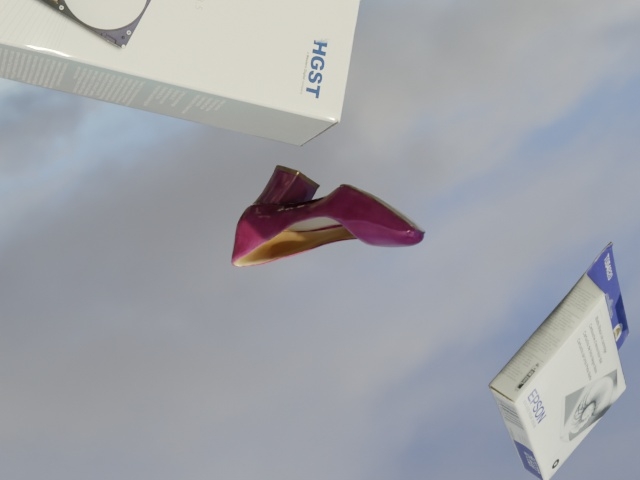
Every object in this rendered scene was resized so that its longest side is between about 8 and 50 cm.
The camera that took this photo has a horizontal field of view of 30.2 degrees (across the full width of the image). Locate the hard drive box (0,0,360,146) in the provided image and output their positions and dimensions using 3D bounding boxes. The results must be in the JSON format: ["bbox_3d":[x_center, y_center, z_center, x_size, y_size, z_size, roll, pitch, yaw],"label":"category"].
[{"bbox_3d":[-0.094,-0.177,0.761,0.232,0.181,0.089,11,170,-17],"label":"hard drive box"}]

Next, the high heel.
[{"bbox_3d":[0.000,0.000,1.176,0.244,0.082,0.117,22,-98,45],"label":"high heel"}]

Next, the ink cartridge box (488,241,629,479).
[{"bbox_3d":[0.297,0.146,1.370,0.045,0.223,0.224,32,-107,35],"label":"ink cartridge box"}]
